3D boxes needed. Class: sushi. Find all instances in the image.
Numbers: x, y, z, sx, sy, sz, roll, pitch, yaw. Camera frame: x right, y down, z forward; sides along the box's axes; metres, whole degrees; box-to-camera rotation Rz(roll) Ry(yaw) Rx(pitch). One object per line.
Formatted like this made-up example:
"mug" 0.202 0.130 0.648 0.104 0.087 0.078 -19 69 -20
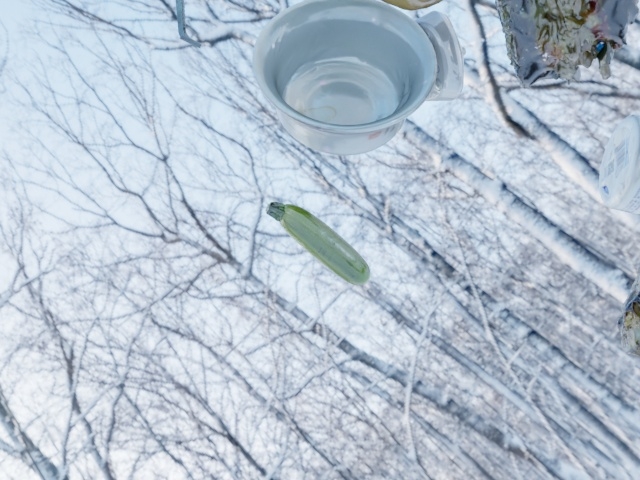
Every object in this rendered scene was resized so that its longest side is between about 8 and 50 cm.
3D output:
"sushi" 0.392 -0.382 1.062 0.218 0.225 0.238 -17 -25 26

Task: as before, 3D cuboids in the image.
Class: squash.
"squash" 0.000 0.000 1.261 0.252 0.066 0.066 40 -90 -16

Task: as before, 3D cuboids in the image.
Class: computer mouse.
"computer mouse" 0.219 -0.379 1.389 0.121 0.296 0.184 -19 -79 -25

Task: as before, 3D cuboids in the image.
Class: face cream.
"face cream" 0.666 -0.158 1.369 0.206 0.111 0.206 10 -90 -86

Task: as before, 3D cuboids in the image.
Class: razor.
"razor" -0.309 -0.518 1.452 0.033 0.190 0.066 -16 -11 29

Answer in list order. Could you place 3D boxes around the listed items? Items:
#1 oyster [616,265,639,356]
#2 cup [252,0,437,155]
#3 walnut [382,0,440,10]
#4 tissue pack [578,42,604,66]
"oyster" 0.573 0.014 1.053 0.396 0.110 0.204 -58 -6 -8
"cup" 0.042 -0.300 1.286 0.347 0.347 0.163 -37 -22 -21
"walnut" 0.163 -0.518 1.036 0.285 0.285 0.296 -2 -38 -52
"tissue pack" 0.675 -0.484 1.665 0.083 0.063 0.035 -27 -28 -8
